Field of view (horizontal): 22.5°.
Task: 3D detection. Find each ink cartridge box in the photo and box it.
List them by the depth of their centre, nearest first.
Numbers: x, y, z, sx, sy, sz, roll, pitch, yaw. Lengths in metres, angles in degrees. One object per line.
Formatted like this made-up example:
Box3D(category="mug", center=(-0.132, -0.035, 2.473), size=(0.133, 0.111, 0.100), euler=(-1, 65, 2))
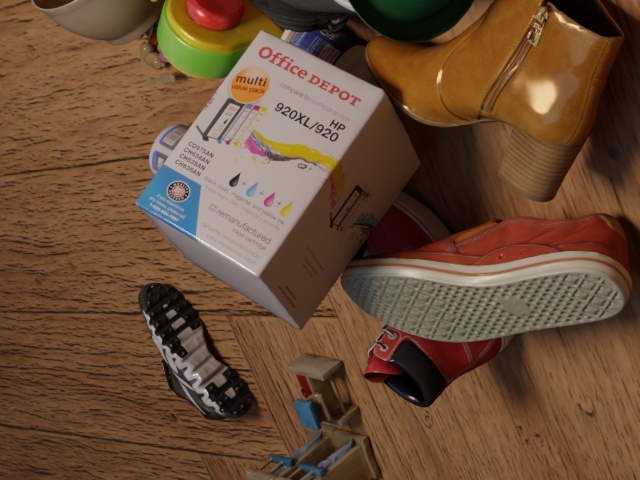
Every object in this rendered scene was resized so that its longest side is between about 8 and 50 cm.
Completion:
Box3D(category="ink cartridge box", center=(-0.040, -0.064, 1.688), size=(0.171, 0.232, 0.168), euler=(30, 168, 25))

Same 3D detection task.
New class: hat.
Box3D(category="hat", center=(0.134, -0.278, 1.426), size=(0.183, 0.173, 0.208), euler=(13, 101, 56))

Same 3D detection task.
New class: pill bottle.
Box3D(category="pill bottle", center=(0.016, -0.196, 1.773), size=(0.120, 0.067, 0.067), euler=(36, 141, 27))
Box3D(category="pill bottle", center=(-0.147, -0.090, 2.052), size=(0.137, 0.078, 0.078), euler=(29, 138, 34))

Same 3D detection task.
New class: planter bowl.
Box3D(category="planter bowl", center=(-0.255, -0.307, 1.957), size=(0.162, 0.162, 0.109), euler=(9, 151, 47))

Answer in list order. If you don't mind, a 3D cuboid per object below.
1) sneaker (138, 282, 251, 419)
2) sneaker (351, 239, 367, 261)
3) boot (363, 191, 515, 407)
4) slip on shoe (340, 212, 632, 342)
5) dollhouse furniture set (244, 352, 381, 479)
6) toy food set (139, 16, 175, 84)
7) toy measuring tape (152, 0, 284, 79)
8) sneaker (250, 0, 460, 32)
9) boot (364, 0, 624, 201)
Box3D(category="sneaker", center=(-0.200, 0.171, 2.337), size=(0.234, 0.078, 0.106), euler=(54, 144, 0))
Box3D(category="sneaker", center=(0.001, -0.003, 1.913), size=(0.089, 0.051, 0.170), euler=(20, 179, 16))
Box3D(category="boot", center=(0.083, 0.063, 1.811), size=(0.244, 0.176, 0.088), euler=(51, 151, 11))
Box3D(category="slip on shoe", center=(0.173, 0.033, 1.680), size=(0.331, 0.101, 0.123), euler=(-8, 135, 33))
Box3D(category="dollhouse furniture set", center=(-0.030, 0.262, 2.158), size=(0.129, 0.129, 0.183), euler=(8, 125, 48))
Box3D(category="toy food set", center=(-0.211, -0.261, 2.044), size=(0.078, 0.019, 0.122), euler=(2, 111, 50))
Box3D(category="toy measuring tape", center=(-0.090, -0.203, 1.858), size=(0.330, 0.121, 0.121), euler=(45, 145, 15))
Box3D(category="sneaker", center=(0.033, -0.269, 1.659), size=(0.296, 0.104, 0.147), euler=(13, 172, 28))
Box3D(category="boot", center=(0.171, -0.197, 1.578), size=(0.295, 0.104, 0.211), euler=(43, 131, 35))
